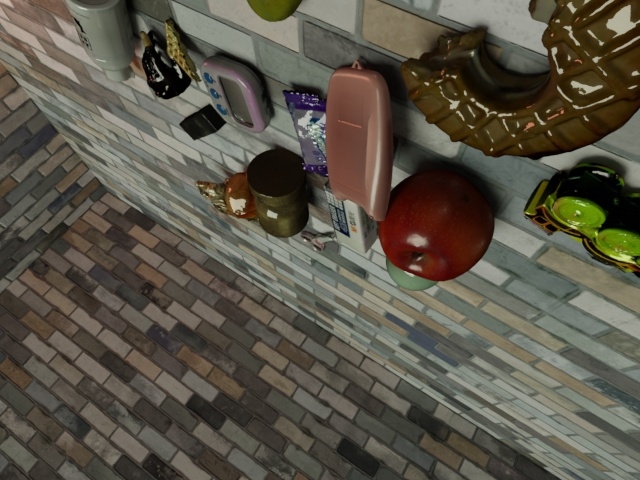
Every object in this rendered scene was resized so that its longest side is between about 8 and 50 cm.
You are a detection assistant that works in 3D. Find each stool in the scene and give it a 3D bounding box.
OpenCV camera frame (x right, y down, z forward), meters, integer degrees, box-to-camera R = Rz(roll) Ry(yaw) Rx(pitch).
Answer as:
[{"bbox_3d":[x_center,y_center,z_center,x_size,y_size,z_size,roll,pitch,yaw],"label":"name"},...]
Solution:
[{"bbox_3d":[-0.129,-0.143,1.363,0.179,0.179,0.264,30,158,15],"label":"stool"}]

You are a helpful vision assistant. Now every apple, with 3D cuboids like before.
[{"bbox_3d":[0.261,-0.032,0.972,0.261,0.216,0.260,27,154,15],"label":"apple"}]

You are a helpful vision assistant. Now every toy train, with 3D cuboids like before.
[{"bbox_3d":[0.529,-0.022,0.761,0.296,0.100,0.160,35,165,0],"label":"toy train"}]

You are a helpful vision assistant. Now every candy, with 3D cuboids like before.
[{"bbox_3d":[-0.010,-0.265,1.091,0.145,0.070,0.275,18,148,24],"label":"candy"}]

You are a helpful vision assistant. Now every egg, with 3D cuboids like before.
[{"bbox_3d":[0.270,0.060,1.200,0.168,0.168,0.231,33,170,8],"label":"egg"}]

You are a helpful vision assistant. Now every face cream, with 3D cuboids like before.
[{"bbox_3d":[-0.619,-0.584,1.228,0.145,0.145,0.369,36,157,-1],"label":"face cream"}]

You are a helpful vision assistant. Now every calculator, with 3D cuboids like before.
[{"bbox_3d":[0.075,-0.212,0.912,0.220,0.048,0.329,36,136,51],"label":"calculator"}]

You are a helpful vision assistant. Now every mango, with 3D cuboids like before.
[{"bbox_3d":[-0.082,-0.475,0.747,0.122,0.085,0.191,40,159,-2],"label":"mango"}]

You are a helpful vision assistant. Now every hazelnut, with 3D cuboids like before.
[{"bbox_3d":[-0.269,-0.157,1.559,0.182,0.182,0.182,30,157,14],"label":"hazelnut"}]

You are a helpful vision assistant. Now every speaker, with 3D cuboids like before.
[{"bbox_3d":[-0.405,-0.397,1.430,0.218,0.044,0.082,5,143,52],"label":"speaker"}]

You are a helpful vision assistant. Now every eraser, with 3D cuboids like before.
[{"bbox_3d":[0.097,-0.081,1.283,0.130,0.086,0.287,28,157,24],"label":"eraser"}]

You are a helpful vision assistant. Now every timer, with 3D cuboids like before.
[{"bbox_3d":[-0.225,-0.394,1.142,0.191,0.069,0.208,28,156,22],"label":"timer"}]

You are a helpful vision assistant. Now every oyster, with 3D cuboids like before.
[{"bbox_3d":[-0.331,-0.157,1.693,0.341,0.110,0.166,37,-163,-13],"label":"oyster"}]

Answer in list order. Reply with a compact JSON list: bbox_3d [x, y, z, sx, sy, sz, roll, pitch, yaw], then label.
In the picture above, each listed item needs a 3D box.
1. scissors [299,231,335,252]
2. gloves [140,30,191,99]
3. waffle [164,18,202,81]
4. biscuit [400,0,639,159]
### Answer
[{"bbox_3d":[0.000,0.000,1.660,0.118,0.030,0.242,41,160,-15],"label":"scissors"},{"bbox_3d":[-0.469,-0.508,1.218,0.129,0.106,0.180,21,158,38],"label":"gloves"},{"bbox_3d":[-0.361,-0.497,1.111,0.152,0.023,0.097,50,150,18],"label":"waffle"},{"bbox_3d":[0.306,-0.239,0.621,0.268,0.115,0.366,44,158,-16],"label":"biscuit"}]
